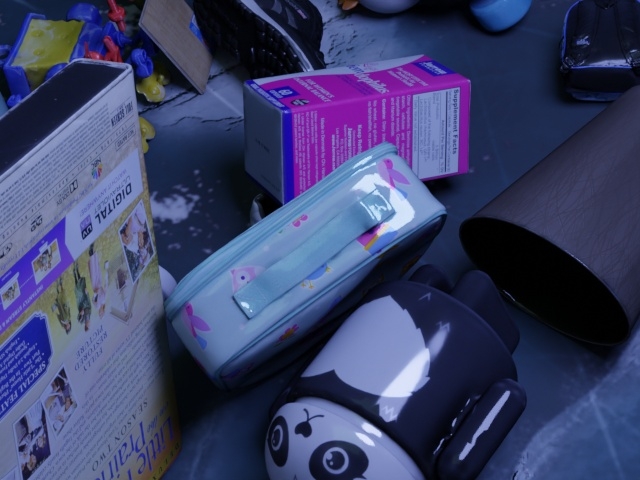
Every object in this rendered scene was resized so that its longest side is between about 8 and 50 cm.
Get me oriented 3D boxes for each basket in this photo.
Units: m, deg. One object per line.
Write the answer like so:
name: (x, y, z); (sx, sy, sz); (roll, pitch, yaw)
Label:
basket: (0.285, -0.036, 1.320); (0.204, 0.154, 0.227); (27, 63, 37)

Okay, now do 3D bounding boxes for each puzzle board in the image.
puzzle board: (-0.173, -0.253, 1.624); (0.011, 0.128, 0.096); (-16, 45, 28)

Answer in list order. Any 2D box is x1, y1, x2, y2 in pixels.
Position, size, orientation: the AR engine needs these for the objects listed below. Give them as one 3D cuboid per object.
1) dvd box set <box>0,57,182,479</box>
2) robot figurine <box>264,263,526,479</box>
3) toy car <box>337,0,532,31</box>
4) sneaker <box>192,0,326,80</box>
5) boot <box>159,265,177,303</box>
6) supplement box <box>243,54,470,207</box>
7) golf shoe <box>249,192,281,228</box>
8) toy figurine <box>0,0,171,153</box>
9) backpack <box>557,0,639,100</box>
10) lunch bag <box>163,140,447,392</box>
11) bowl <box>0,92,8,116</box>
dvd box set: (-0.227, 0.102, 1.102); (0.062, 0.420, 0.308); (11, 36, 21)
robot figurine: (0.068, 0.147, 1.209); (0.173, 0.209, 0.278); (38, 63, 2)
toy car: (0.112, -0.363, 1.639); (0.238, 0.219, 0.210); (-17, 43, 36)
sneaker: (-0.031, -0.241, 1.598); (0.124, 0.107, 0.283); (-19, 58, -32)
boot: (-0.283, 0.066, 1.416); (0.258, 0.095, 0.123); (8, 59, 28)
supplement box: (0.039, -0.119, 1.421); (0.220, 0.114, 0.111); (-11, 26, -23)
golf shoe: (0.000, 0.000, 1.404); (0.176, 0.086, 0.069); (14, 54, 20)
toy figurine: (-0.309, -0.266, 1.628); (0.217, 0.191, 0.363); (-3, 49, 15)
backpack: (0.323, -0.217, 1.513); (0.105, 0.084, 0.114); (0, 56, 11)
lunch bag: (-0.012, 0.023, 1.257); (0.279, 0.224, 0.108); (-37, 79, -6)
bowl: (-0.439, -0.060, 1.448); (0.311, 0.163, 0.311); (-36, 22, 17)
